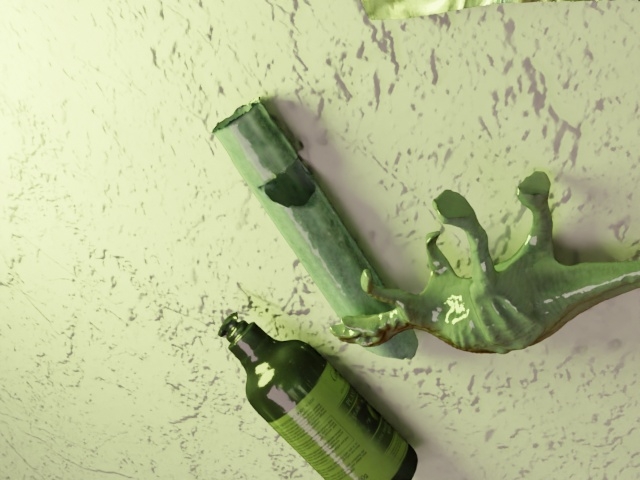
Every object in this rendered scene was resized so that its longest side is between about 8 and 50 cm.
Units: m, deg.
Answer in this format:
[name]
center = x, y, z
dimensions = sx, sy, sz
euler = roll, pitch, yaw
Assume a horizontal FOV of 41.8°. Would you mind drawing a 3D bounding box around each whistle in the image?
[whistle]
center = 0.000, 0.000, 0.850
dimensions = 0.062, 0.062, 0.312
euler = -18, 113, 41

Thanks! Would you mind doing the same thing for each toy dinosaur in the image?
[toy dinosaur]
center = 0.182, 0.031, 0.736
dimensions = 0.393, 0.092, 0.205
euler = 0, 128, 18

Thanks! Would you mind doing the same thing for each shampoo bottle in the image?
[shampoo bottle]
center = -0.013, 0.191, 0.983
dimensions = 0.284, 0.101, 0.101
euler = 46, 136, -6

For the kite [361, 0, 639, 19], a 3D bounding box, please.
[kite]
center = 0.105, -0.225, 0.566
dimensions = 0.310, 0.015, 0.169
euler = 17, 136, 47
